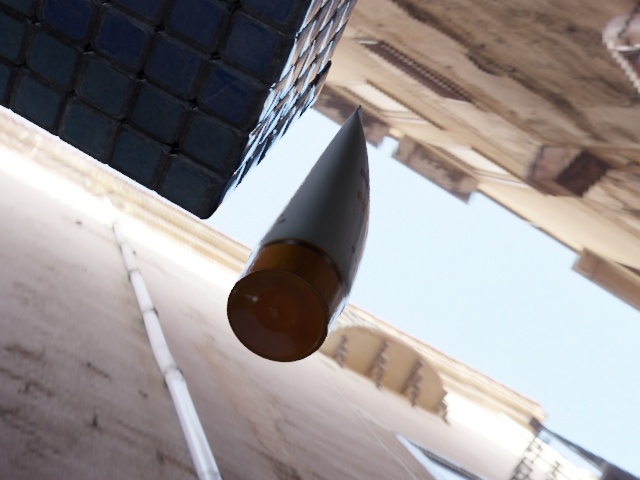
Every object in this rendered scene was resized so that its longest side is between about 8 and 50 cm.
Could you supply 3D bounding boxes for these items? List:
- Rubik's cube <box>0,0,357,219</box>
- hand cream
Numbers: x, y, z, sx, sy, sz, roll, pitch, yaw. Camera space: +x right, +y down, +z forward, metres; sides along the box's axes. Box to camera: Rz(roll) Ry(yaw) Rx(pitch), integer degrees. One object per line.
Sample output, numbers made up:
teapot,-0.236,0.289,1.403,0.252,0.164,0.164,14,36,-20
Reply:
Rubik's cube,-0.103,-0.204,1.064,0.237,0.238,0.237,28,-52,4
hand cream,0.000,0.000,1.216,0.089,0.314,0.139,5,-61,11
